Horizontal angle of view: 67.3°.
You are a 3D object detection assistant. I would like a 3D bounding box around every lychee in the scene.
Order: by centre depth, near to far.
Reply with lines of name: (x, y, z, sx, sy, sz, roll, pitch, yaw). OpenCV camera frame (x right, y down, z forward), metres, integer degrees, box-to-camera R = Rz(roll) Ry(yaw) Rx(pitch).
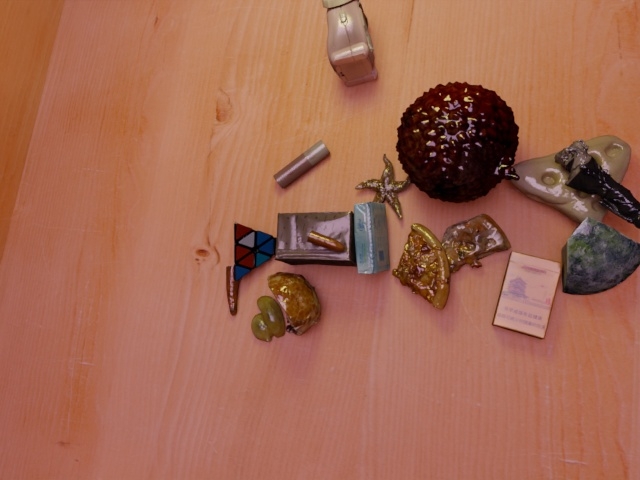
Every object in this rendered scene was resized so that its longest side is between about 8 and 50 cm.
lychee: (0.494, -0.329, 1.686, 0.424, 0.424, 0.500, -47, 57, 3)

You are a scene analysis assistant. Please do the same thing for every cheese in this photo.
cheese: (0.893, -0.259, 1.702, 0.351, 0.129, 0.328, 34, 92, 18)

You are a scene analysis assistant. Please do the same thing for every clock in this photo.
clock: (0.118, -0.836, 1.949, 0.184, 0.342, 0.325, -7, 85, 10)

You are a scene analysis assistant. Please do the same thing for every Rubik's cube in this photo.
Rubik's cube: (-0.320, 0.011, 1.924, 0.284, 0.234, 0.250, 24, 70, 20)

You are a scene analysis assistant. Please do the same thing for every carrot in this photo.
carrot: (0.023, 0.005, 1.716, 0.139, 0.048, 0.048, 19, 85, 15)
carrot: (-0.369, 0.213, 2.025, 0.061, 0.061, 0.209, -3, 82, 16)

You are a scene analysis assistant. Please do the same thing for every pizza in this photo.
pizza: (0.534, 0.022, 1.783, 0.297, 0.071, 0.189, -27, 76, 16)
pizza: (0.366, 0.103, 1.783, 0.226, 0.086, 0.335, -22, 72, 30)

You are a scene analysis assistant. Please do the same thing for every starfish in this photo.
starfish: (0.256, -0.206, 1.916, 0.236, 0.062, 0.277, -14, 83, 12)

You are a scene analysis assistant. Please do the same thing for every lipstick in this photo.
lipstick: (-0.079, -0.323, 2.035, 0.254, 0.070, 0.070, -36, 71, 7)

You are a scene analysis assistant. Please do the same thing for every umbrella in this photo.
umbrella: (0.915, -0.172, 1.559, 0.106, 0.113, 0.357, -37, 76, -13)

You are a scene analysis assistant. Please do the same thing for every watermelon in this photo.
watermelon: (0.923, 0.059, 1.647, 0.320, 0.213, 0.289, 12, 121, -18)

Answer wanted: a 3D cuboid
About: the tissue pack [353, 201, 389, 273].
tissue pack: (0.193, -0.010, 1.813, 0.089, 0.177, 0.263, -6, 89, 26)

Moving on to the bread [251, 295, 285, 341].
bread: (-0.231, 0.319, 1.957, 0.149, 0.065, 0.187, -23, 75, 16)

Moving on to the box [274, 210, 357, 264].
box: (0.000, 0.000, 1.865, 0.297, 0.225, 0.190, 1, 80, 15)

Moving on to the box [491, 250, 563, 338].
box: (0.726, 0.191, 1.690, 0.174, 0.076, 0.274, 15, 84, 17)

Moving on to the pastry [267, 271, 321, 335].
pastry: (-0.093, 0.224, 1.854, 0.170, 0.237, 0.256, -23, 71, -8)
